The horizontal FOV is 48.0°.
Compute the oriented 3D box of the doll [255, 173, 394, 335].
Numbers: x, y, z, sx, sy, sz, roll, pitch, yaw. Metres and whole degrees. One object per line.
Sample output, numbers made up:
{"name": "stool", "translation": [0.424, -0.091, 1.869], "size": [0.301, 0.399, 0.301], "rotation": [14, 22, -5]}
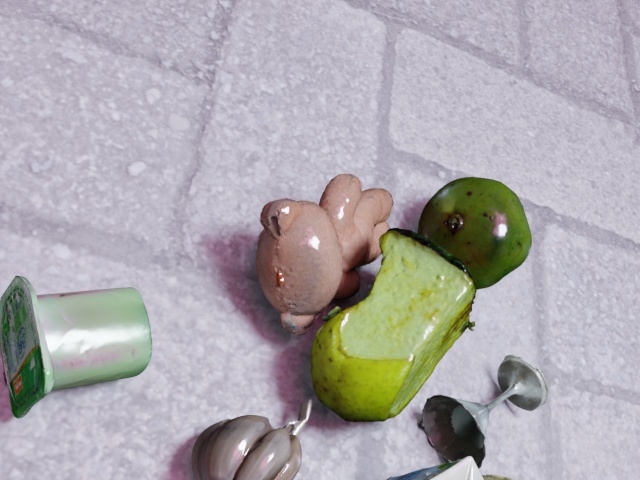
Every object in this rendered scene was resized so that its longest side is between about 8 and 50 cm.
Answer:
{"name": "doll", "translation": [0.000, 0.000, 1.074], "size": [0.303, 0.156, 0.201], "rotation": [-30, 121, -55]}

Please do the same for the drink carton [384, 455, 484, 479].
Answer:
{"name": "drink carton", "translation": [0.041, 0.389, 0.844], "size": [0.324, 0.194, 0.132], "rotation": [-18, 76, -34]}

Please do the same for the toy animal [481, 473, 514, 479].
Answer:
{"name": "toy animal", "translation": [0.229, 0.376, 1.015], "size": [0.137, 0.098, 0.098], "rotation": [16, 59, -12]}

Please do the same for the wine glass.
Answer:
{"name": "wine glass", "translation": [0.251, 0.248, 1.079], "size": [0.182, 0.122, 0.122], "rotation": [-23, 78, -38]}

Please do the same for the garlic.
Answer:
{"name": "garlic", "translation": [-0.069, 0.258, 0.894], "size": [0.194, 0.131, 0.127], "rotation": [-36, 114, -35]}

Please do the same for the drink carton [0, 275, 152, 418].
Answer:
{"name": "drink carton", "translation": [-0.288, 0.115, 0.854], "size": [0.142, 0.146, 0.144], "rotation": [-5, 68, -38]}

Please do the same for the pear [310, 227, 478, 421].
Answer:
{"name": "pear", "translation": [0.094, 0.140, 1.020], "size": [0.164, 0.238, 0.255], "rotation": [34, 77, 21]}

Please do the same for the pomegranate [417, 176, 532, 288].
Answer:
{"name": "pomegranate", "translation": [0.267, -0.006, 1.191], "size": [0.225, 0.187, 0.187], "rotation": [22, 53, -49]}
